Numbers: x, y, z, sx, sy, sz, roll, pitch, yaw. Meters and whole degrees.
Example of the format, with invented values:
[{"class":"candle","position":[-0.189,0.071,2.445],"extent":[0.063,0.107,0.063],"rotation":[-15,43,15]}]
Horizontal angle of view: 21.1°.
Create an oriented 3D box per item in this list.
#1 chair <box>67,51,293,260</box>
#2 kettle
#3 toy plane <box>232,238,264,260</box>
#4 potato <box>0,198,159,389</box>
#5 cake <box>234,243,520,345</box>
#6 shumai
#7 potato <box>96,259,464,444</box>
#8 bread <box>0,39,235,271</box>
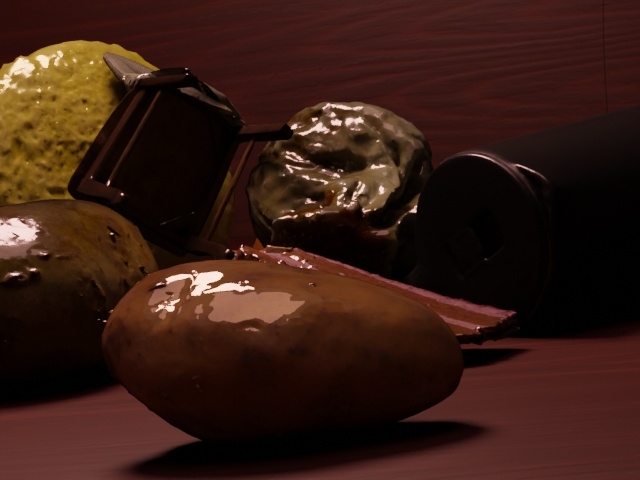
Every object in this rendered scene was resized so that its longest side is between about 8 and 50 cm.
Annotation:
[{"class":"chair","position":[-0.171,-0.096,1.858],"extent":[0.160,0.186,0.319],"rotation":[28,-5,-24]},{"class":"kettle","position":[0.238,-0.022,1.709],"extent":[0.308,0.203,0.262],"rotation":[-13,9,-38]},{"class":"toy plane","position":[-0.151,0.042,2.187],"extent":[0.316,0.103,0.204],"rotation":[-10,-2,37]},{"class":"potato","position":[-0.264,0.047,1.622],"extent":[0.210,0.173,0.307],"rotation":[-6,5,27]},{"class":"cake","position":[0.033,0.060,1.534],"extent":[0.295,0.113,0.116],"rotation":[4,10,36]},{"class":"shumai","position":[0.000,0.000,1.810],"extent":[0.222,0.225,0.261],"rotation":[-49,-10,-38]},{"class":"potato","position":[-0.029,0.080,1.169],"extent":[0.234,0.128,0.161],"rotation":[-2,18,-15]},{"class":"bread","position":[-0.303,-0.044,2.066],"extent":[0.348,0.348,0.308],"rotation":[-8,-8,-31]}]
